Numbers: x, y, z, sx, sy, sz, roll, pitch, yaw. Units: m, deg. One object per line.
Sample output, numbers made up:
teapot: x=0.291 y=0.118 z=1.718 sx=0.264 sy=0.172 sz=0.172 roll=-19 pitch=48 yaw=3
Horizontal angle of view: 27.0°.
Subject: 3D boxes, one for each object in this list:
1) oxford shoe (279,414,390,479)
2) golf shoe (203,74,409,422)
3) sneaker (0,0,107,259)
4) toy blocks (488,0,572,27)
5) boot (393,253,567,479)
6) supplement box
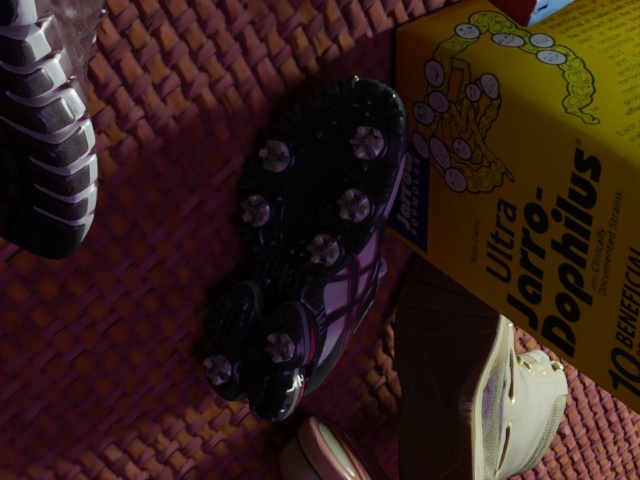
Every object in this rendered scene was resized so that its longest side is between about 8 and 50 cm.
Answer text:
oxford shoe: x=0.033 y=0.307 z=1.192 sx=0.146 sy=0.140 sz=0.397 roll=-29 pitch=131 yaw=-1
golf shoe: x=0.000 y=0.000 z=0.966 sx=0.120 sy=0.105 sz=0.273 roll=-20 pitch=140 yaw=-55
sneaker: x=-0.133 y=-0.121 z=0.724 sx=0.162 sy=0.106 sz=0.281 roll=-53 pitch=163 yaw=-34
toy blocks: x=0.218 y=-0.299 z=0.847 sx=0.261 sy=0.191 sz=0.381 roll=-31 pitch=161 yaw=-22
boot: x=0.152 y=0.104 z=1.181 sx=0.203 sy=0.095 sz=0.262 roll=-10 pitch=104 yaw=-58
supplement box: x=0.236 y=-0.032 z=0.950 sx=0.195 sy=0.356 sz=0.194 roll=-26 pitch=134 yaw=-29
